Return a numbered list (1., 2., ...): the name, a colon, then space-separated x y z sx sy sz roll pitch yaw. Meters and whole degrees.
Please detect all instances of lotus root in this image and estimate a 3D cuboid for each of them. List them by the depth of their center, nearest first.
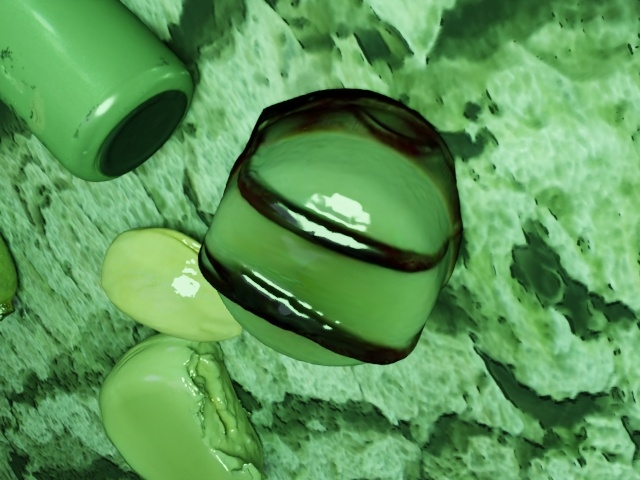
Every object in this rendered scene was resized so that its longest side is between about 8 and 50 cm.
1. lotus root: -0.522 0.040 0.931 0.090 0.077 0.182 -3 112 34

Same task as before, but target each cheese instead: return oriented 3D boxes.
1. cheese: -0.188 0.257 0.860 0.233 0.127 0.266 -14 110 30

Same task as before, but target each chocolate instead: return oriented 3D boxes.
1. chocolate: 0.000 0.000 0.600 0.284 0.186 0.283 11 119 20

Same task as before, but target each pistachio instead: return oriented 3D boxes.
1. pistachio: -0.183 0.055 0.754 0.201 0.117 0.145 24 138 12

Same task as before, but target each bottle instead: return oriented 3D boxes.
1. bottle: -0.305 -0.234 0.637 0.347 0.168 0.168 46 125 2
